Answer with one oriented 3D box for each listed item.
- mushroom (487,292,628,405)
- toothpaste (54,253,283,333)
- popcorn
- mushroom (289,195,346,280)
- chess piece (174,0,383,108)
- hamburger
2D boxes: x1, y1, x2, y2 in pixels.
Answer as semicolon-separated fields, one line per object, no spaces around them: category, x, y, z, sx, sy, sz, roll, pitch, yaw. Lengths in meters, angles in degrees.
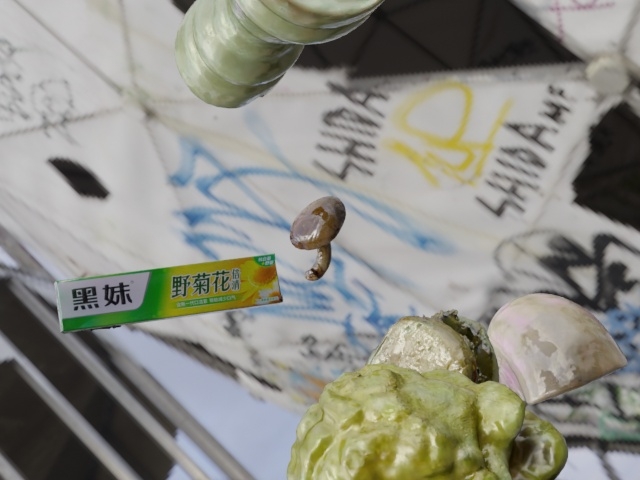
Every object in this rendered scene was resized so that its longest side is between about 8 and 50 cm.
mushroom;0.328;0.151;1.911;0.236;0.162;0.173;-21;-10;-10
toothpaste;-0.121;0.043;1.037;0.178;0.043;0.037;-7;-5;-14
popcorn;0.098;0.237;1.315;0.250;0.235;0.242;24;-90;-38
mushroom;-0.009;-0.002;1.862;0.072;0.088;0.130;7;-78;-36
chess piece;-0.061;-0.325;1.712;0.234;0.234;0.442;-40;3;-22
hamburger;0.146;0.177;1.665;0.185;0.159;0.131;-58;-24;16
